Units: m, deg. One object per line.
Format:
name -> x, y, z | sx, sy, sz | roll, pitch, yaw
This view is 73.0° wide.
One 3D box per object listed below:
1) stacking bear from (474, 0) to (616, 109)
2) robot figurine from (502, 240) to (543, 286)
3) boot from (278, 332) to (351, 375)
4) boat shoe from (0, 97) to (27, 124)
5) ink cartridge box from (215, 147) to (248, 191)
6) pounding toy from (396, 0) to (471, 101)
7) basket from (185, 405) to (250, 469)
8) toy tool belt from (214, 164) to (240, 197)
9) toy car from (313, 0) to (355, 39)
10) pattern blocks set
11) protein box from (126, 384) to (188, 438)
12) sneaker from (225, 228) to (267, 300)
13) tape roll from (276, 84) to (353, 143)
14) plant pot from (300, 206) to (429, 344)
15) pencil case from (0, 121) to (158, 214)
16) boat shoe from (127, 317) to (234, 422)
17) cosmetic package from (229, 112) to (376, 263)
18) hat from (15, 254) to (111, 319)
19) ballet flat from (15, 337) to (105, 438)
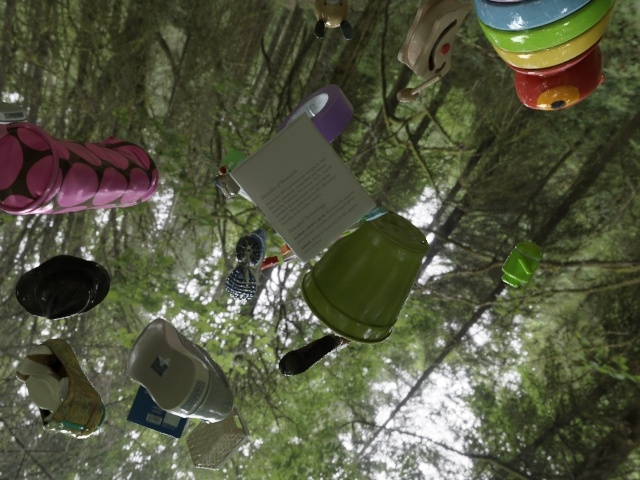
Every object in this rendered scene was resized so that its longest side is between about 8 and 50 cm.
stacking bear -> 0.279, -0.275, 0.529 | 0.289, 0.175, 0.164 | 43, -133, -46
robot figurine -> 0.479, 0.053, 1.026 | 0.067, 0.115, 0.101 | 32, -163, 24
boot -> -0.013, 0.444, 1.739 | 0.096, 0.264, 0.280 | 54, -172, 17
boat shoe -> -0.834, -0.312, 1.112 | 0.267, 0.088, 0.096 | 19, -150, 26
ink cartridge box -> -0.224, -0.199, 1.572 | 0.272, 0.115, 0.198 | 31, 175, -4
pounding toy -> 0.315, -0.488, 1.142 | 0.154, 0.270, 0.155 | -18, -123, -36
basket -> -0.317, 0.602, 1.322 | 0.103, 0.167, 0.113 | 30, -166, -47
toy tool belt -> -0.242, -0.145, 1.082 | 0.083, 0.051, 0.052 | 59, -142, -32
toy car -> 0.030, -0.595, 1.076 | 0.154, 0.189, 0.149 | -1, 176, -5
pattern blocks set -> 0.000, 0.000, 1.069 | 0.285, 0.324, 0.026 | -18, -98, -48
protein box -> -0.542, 0.555, 1.548 | 0.199, 0.201, 0.136 | 21, 179, -4
sneaker -> -0.112, 0.040, 0.699 | 0.052, 0.135, 0.058 | 25, -149, 3
tape roll -> -0.022, -0.412, 1.501 | 0.090, 0.274, 0.275 | 46, -166, -30
plant pot -> 0.173, 0.092, 1.456 | 0.366, 0.353, 0.367 | 23, -151, -13
pencil case -> -0.274, -0.082, 0.492 | 0.209, 0.095, 0.098 | -64, -46, -83
boat shoe -> -0.179, 0.166, 0.549 | 0.081, 0.079, 0.227 | 43, 163, -32
cosmetic package -> -0.032, -0.085, 0.730 | 0.184, 0.151, 0.151 | 51, 178, -8
hat -> -0.981, 0.220, 1.663 | 0.331, 0.331, 0.134 | 10, -149, -36
ballet flat -> -0.576, 0.293, 0.920 | 0.348, 0.123, 0.123 | 23, -164, 39
